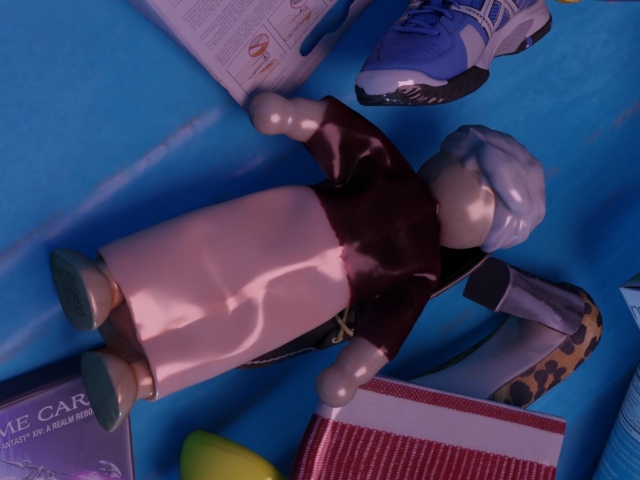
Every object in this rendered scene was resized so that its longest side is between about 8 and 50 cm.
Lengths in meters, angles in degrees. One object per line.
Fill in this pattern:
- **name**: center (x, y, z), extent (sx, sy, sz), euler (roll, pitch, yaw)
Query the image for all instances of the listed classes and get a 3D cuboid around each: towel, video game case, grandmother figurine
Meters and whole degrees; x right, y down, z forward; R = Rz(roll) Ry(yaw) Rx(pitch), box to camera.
- **towel**: center (0.044, 0.262, 1.247), extent (0.237, 0.037, 0.329), euler (16, 92, -38)
- **video game case**: center (-0.212, 0.217, 1.185), extent (0.196, 0.026, 0.274), euler (-20, 126, -29)
- **grandmother figurine**: center (0.000, 0.000, 1.147), extent (0.342, 0.104, 0.208), euler (-18, 109, -22)

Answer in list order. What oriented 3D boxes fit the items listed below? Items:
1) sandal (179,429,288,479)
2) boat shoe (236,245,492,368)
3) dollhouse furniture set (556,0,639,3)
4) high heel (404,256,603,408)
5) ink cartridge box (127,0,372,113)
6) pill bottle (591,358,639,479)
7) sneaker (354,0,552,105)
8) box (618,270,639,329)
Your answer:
- **sandal**: center (-0.033, 0.272, 1.287), extent (0.138, 0.126, 0.317), euler (-54, 127, -16)
- **boat shoe**: center (0.021, 0.029, 1.228), extent (0.228, 0.069, 0.081), euler (-29, 130, -23)
- **dollhouse furniture set**: center (0.277, -0.300, 1.237), extent (0.303, 0.198, 0.286), euler (-6, 83, -8)
- **high heel**: center (0.124, 0.143, 1.373), extent (0.186, 0.093, 0.261), euler (22, 103, -52)
- **ink cartridge box**: center (-0.033, -0.190, 1.081), extent (0.181, 0.056, 0.224), euler (-49, 154, -3)
- **pill bottle**: center (0.328, 0.170, 1.507), extent (0.146, 0.146, 0.264), euler (4, 113, -40)
- **sneaker**: center (0.081, -0.147, 1.151), extent (0.211, 0.080, 0.081), euler (-43, 128, -49)
- **box**: center (0.405, 0.065, 1.369), extent (0.262, 0.127, 0.231), euler (-34, 104, -20)
